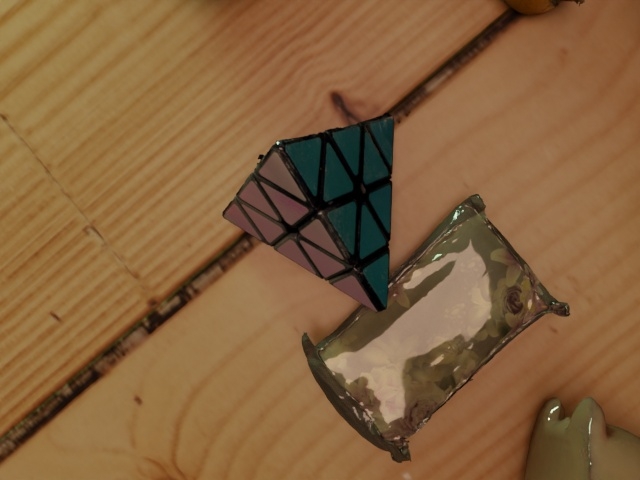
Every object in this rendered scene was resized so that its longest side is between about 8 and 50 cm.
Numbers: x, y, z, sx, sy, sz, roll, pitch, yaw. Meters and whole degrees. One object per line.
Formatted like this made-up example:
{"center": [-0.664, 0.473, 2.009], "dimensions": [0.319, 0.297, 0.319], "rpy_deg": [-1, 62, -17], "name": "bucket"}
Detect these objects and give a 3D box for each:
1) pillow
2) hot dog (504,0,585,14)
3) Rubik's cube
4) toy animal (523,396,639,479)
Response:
{"center": [0.113, 0.092, 0.654], "dimensions": [0.255, 0.059, 0.169], "rpy_deg": [-42, 83, 3], "name": "pillow"}
{"center": [0.174, -0.335, 0.629], "dimensions": [0.109, 0.072, 0.270], "rpy_deg": [-37, 87, 8], "name": "hot dog"}
{"center": [0.000, 0.000, 0.643], "dimensions": [0.190, 0.211, 0.178], "rpy_deg": [-28, 88, 40], "name": "Rubik's cube"}
{"center": [0.310, 0.294, 0.590], "dimensions": [0.256, 0.195, 0.213], "rpy_deg": [23, 71, 3], "name": "toy animal"}
